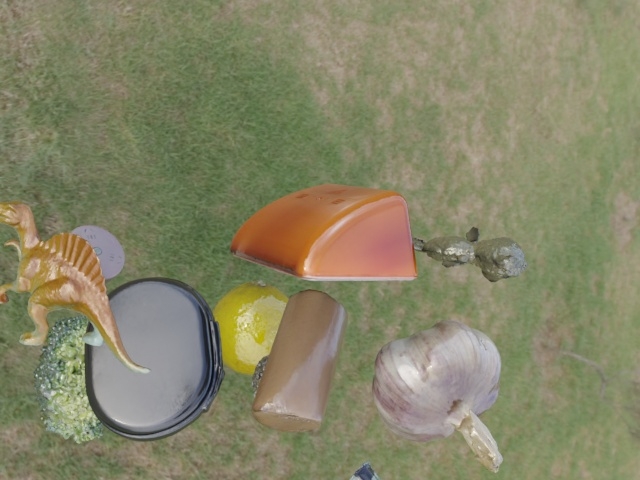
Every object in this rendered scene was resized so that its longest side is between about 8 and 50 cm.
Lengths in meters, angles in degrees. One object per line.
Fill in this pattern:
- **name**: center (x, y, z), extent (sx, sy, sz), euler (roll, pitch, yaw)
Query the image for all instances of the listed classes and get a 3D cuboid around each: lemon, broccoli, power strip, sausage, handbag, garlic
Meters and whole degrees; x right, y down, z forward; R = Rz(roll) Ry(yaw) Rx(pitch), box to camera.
- **lemon**: center (-0.203, 0.267, 1.799), extent (0.293, 0.293, 0.293), euler (-7, 101, -42)
- **broccoli**: center (-0.524, 0.311, 1.324), extent (0.260, 0.288, 0.235), euler (41, 52, 9)
- **power strip**: center (-0.556, 0.043, 1.437), extent (0.154, 0.078, 0.154), euler (31, 40, -30)
- **sausage**: center (-0.032, 0.213, 1.023), extent (0.123, 0.123, 0.253), euler (57, 34, -32)
- **handbag**: center (-0.313, 0.218, 1.123), extent (0.254, 0.093, 0.308), euler (-8, 67, -5)
- **garlic**: center (0.226, 0.284, 1.028), extent (0.245, 0.253, 0.245), euler (-18, 142, -15)

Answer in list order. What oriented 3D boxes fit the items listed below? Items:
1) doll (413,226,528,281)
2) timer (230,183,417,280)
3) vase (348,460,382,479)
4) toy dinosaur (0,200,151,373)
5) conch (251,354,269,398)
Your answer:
- **doll**: center (0.248, 0.021, 1.163), extent (0.286, 0.202, 0.091), euler (7, 98, -5)
- **timer**: center (0.000, 0.000, 1.050), extent (0.250, 0.257, 0.161), euler (-15, 108, -34)
- **vase**: center (0.224, 0.726, 1.503), extent (0.165, 0.360, 0.165), euler (-37, 148, -29)
- **toy dinosaur**: center (-0.257, 0.045, 0.623), extent (0.057, 0.212, 0.142), euler (-49, 152, -74)
- **conch**: center (-0.076, 0.338, 1.432), extent (0.163, 0.178, 0.245), euler (0, 133, -43)
